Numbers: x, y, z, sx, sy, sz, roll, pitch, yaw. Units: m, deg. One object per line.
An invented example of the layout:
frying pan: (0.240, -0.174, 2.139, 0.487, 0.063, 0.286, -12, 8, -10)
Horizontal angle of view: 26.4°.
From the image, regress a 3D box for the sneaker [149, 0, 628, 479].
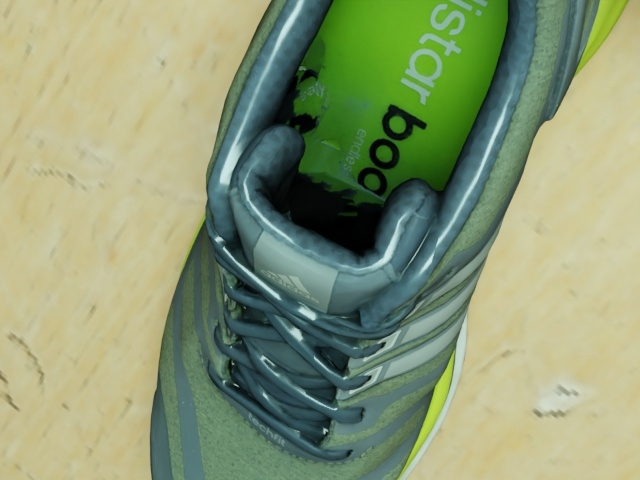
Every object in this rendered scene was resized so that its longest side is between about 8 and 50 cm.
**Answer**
sneaker: (0.000, 0.000, 0.410, 0.111, 0.121, 0.300, 24, 119, 11)
